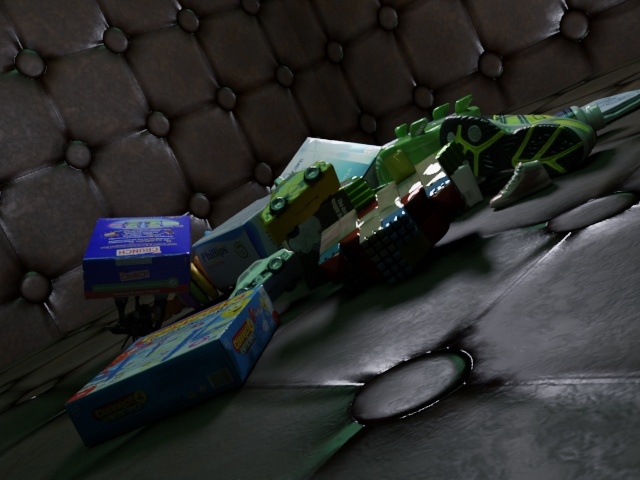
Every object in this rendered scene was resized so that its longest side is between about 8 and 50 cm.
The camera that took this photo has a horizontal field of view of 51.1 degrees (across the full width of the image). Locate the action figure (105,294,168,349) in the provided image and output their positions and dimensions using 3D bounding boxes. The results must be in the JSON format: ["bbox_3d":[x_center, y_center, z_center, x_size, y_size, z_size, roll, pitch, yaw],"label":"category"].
[{"bbox_3d":[-0.489,0.172,1.827,0.163,0.141,0.276,2,33,-2],"label":"action figure"}]

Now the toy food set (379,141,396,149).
[{"bbox_3d":[0.212,-0.237,1.994,0.132,0.039,0.192,-15,46,6],"label":"toy food set"}]

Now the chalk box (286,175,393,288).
[{"bbox_3d":[0.059,-0.038,1.569,0.288,0.180,0.179,-25,8,-3],"label":"chalk box"}]

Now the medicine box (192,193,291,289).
[{"bbox_3d":[-0.149,-0.020,1.797,0.263,0.149,0.289,-19,16,49],"label":"medicine box"}]

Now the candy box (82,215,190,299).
[{"bbox_3d":[-0.487,0.037,1.824,0.268,0.122,0.317,-2,20,-10],"label":"candy box"}]

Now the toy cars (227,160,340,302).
[{"bbox_3d":[-0.092,0.001,1.386,0.176,0.087,0.394,-3,-56,-49],"label":"toy cars"}]

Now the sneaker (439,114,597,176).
[{"bbox_3d":[0.448,-0.223,1.557,0.147,0.145,0.384,-20,27,-39],"label":"sneaker"}]

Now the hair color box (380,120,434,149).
[{"bbox_3d":[0.247,-0.221,2.119,0.347,0.174,0.105,-27,49,-8],"label":"hair color box"}]

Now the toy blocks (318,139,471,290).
[{"bbox_3d":[0.139,-0.020,1.283,0.381,0.191,0.261,-35,14,13],"label":"toy blocks"}]

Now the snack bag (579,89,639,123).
[{"bbox_3d":[0.729,-0.336,1.901,0.342,0.037,0.323,-26,7,-2],"label":"snack bag"}]

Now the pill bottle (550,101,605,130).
[{"bbox_3d":[0.609,-0.275,1.661,0.169,0.094,0.094,-24,8,14],"label":"pill bottle"}]

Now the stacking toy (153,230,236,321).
[{"bbox_3d":[-0.364,0.137,1.965,0.302,0.166,0.175,-41,39,-7],"label":"stacking toy"}]

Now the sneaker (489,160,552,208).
[{"bbox_3d":[0.406,-0.121,1.394,0.134,0.070,0.051,-25,10,11],"label":"sneaker"}]

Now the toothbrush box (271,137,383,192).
[{"bbox_3d":[0.038,-0.169,1.941,0.295,0.126,0.216,15,63,43],"label":"toothbrush box"}]

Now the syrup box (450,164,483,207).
[{"bbox_3d":[0.272,-0.107,1.630,0.093,0.096,0.237,-28,7,-26],"label":"syrup box"}]

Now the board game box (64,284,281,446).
[{"bbox_3d":[-0.251,0.216,1.219,0.308,0.086,0.302,-24,8,12],"label":"board game box"}]

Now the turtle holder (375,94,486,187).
[{"bbox_3d":[0.313,-0.225,1.796,0.320,0.228,0.243,-31,10,-28],"label":"turtle holder"}]

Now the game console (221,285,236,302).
[{"bbox_3d":[-0.191,0.147,1.758,0.122,0.071,0.107,-23,38,28],"label":"game console"}]
